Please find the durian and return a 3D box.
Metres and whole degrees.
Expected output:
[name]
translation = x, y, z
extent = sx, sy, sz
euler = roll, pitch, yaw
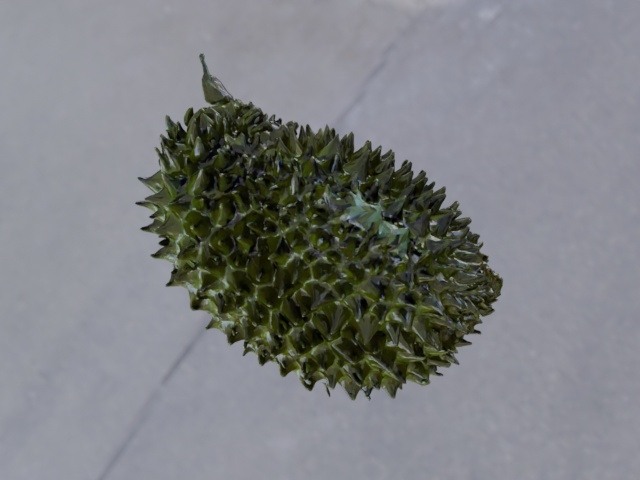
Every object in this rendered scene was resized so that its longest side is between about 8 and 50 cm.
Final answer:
[durian]
translation = 0.001, 0.000, 1.081
extent = 0.137, 0.220, 0.095
euler = -61, 8, -26
